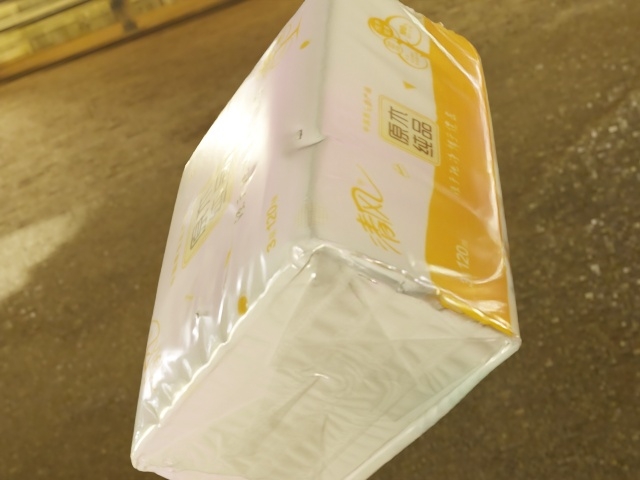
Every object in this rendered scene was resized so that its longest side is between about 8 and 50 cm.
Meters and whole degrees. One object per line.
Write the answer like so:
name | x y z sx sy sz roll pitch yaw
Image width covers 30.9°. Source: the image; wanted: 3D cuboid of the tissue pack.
tissue pack | 0.000 0.000 0.609 0.185 0.124 0.225 -51 23 37
